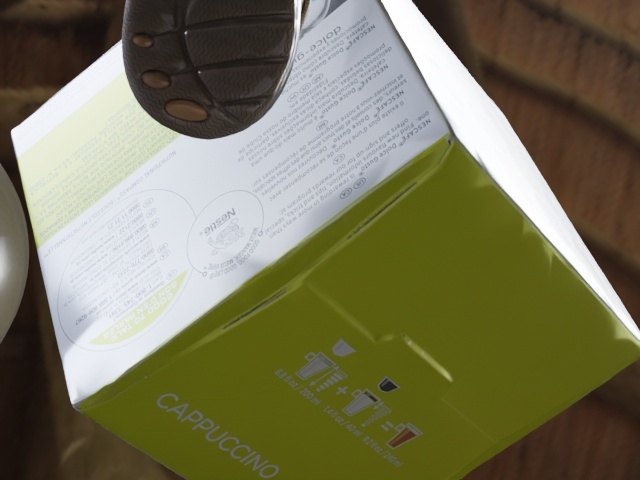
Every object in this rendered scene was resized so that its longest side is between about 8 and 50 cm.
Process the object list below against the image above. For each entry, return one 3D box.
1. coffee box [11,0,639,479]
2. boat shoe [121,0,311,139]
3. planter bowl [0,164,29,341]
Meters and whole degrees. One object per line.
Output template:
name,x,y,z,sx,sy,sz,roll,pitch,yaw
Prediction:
coffee box,0.000,0.000,1.233,0.337,0.338,0.334,42,-162,-43
boat shoe,-0.039,-0.221,0.854,0.123,0.324,0.116,17,-170,2
planter bowl,-0.217,0.012,0.725,0.162,0.162,0.109,22,180,-17
